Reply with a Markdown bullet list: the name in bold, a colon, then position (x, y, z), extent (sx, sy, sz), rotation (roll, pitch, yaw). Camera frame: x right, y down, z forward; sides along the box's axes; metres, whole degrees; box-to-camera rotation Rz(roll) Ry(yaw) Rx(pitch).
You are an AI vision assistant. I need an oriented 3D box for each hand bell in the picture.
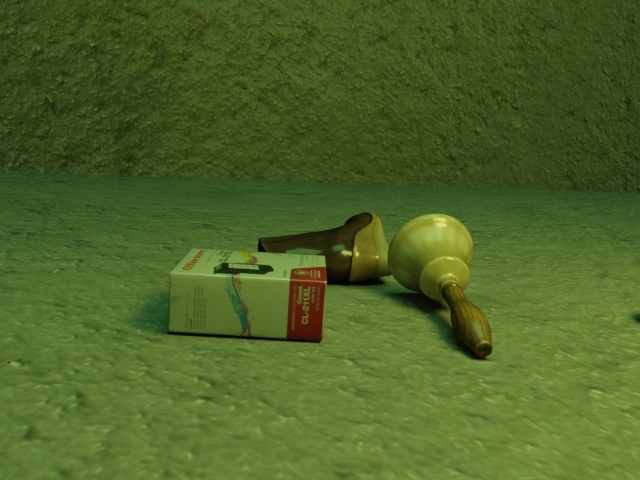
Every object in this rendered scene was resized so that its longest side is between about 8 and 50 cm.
- **hand bell**: position (0.169, 0.068, 0.734), extent (0.126, 0.126, 0.242), rotation (2, 23, -6)

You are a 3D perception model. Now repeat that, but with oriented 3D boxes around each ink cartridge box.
- **ink cartridge box**: position (-0.082, 0.061, 0.697), extent (0.174, 0.073, 0.127), rotation (4, 12, -2)

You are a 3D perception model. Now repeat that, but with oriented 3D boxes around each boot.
- **boot**: position (0.000, 0.000, 0.972), extent (0.206, 0.090, 0.248), rotation (4, 15, -8)
